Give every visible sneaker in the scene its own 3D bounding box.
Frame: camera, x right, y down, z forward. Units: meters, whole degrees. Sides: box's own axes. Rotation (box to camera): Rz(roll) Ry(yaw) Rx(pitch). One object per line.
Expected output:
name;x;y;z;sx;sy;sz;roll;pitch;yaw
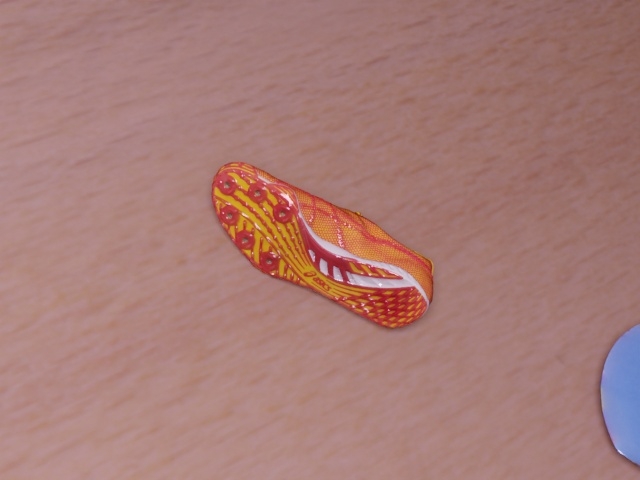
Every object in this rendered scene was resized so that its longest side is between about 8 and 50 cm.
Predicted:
sneaker;0.000;0.000;0.913;0.175;0.064;0.067;33;29;-9

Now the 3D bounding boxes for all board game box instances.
board game box;0.278;0.140;0.966;0.168;0.033;0.133;32;54;3
